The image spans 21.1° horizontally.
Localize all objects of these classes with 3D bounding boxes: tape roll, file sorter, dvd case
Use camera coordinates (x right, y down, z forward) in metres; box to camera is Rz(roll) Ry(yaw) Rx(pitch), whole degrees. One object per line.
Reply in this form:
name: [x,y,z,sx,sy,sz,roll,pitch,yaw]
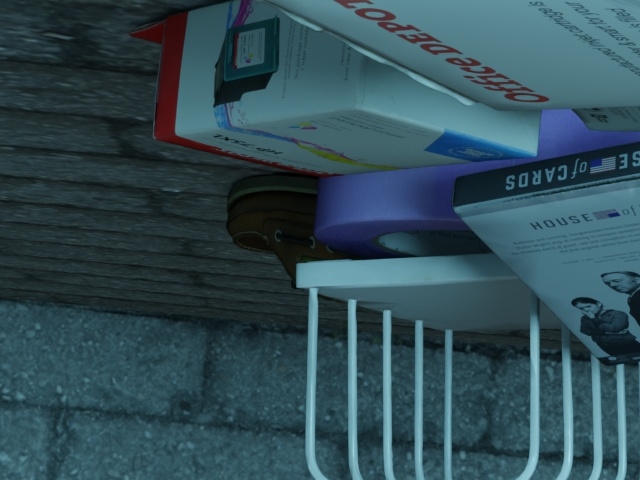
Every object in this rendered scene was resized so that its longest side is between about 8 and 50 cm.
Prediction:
tape roll: [0.135,-0.033,1.237,0.274,0.090,0.275,6,172,1]
file sorter: [0.127,0.116,1.320,0.193,0.173,0.277,-4,168,27]
dvd case: [0.211,0.010,1.045,0.179,0.030,0.238,-10,149,28]

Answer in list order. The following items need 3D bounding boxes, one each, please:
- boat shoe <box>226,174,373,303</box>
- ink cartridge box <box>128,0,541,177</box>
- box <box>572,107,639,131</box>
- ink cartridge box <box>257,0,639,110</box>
boat shoe: [0.000,0.000,1.504,0.110,0.104,0.307,9,171,-28]
ink cartridge box: [0.000,-0.087,0.977,0.134,0.078,0.231,12,170,-38]
box: [0.155,-0.099,0.748,0.102,0.087,0.101,3,172,22]
ink cartridge box: [0.137,-0.117,0.538,0.273,0.114,0.197,0,171,31]
